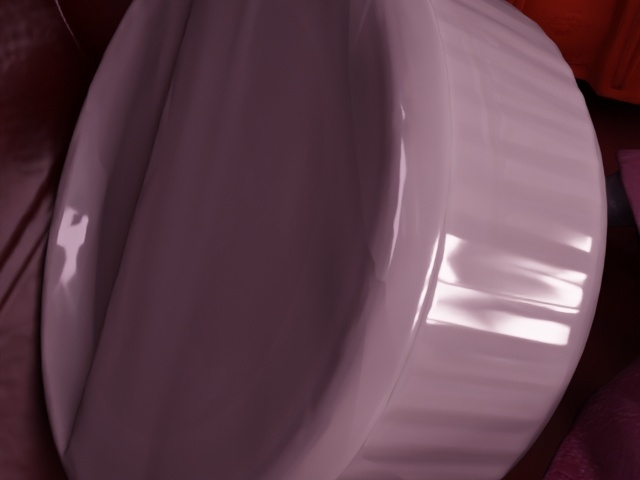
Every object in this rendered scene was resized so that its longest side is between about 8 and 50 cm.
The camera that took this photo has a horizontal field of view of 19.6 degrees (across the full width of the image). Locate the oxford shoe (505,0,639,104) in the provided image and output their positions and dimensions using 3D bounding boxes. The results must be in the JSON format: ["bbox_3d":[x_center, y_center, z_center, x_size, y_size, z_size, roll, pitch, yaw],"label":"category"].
[{"bbox_3d":[0.093,-0.139,0.949,0.271,0.097,0.098,14,38,-14],"label":"oxford shoe"}]

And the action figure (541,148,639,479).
[{"bbox_3d":[0.210,0.038,0.823,0.248,0.275,0.370,37,44,-16],"label":"action figure"}]

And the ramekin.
[{"bbox_3d":[0.000,0.000,0.761,0.127,0.273,0.273,14,69,-33],"label":"ramekin"}]
